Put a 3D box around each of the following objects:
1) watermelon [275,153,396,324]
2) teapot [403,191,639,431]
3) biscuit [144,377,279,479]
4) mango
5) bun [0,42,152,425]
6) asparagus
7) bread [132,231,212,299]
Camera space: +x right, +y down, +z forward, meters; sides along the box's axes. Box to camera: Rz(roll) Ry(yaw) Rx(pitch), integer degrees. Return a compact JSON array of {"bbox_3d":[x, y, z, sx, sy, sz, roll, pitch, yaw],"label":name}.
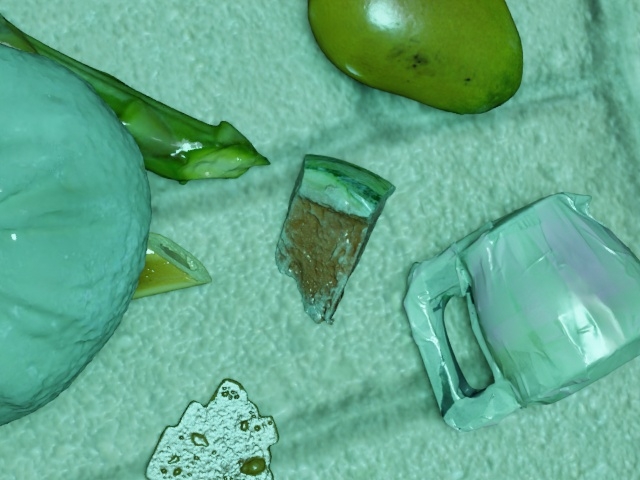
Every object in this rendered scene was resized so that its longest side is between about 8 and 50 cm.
[{"bbox_3d":[0.010,-0.019,1.084,0.098,0.121,0.158,21,127,9],"label":"watermelon"},{"bbox_3d":[0.197,0.058,1.066,0.163,0.221,0.178,-19,75,-47],"label":"teapot"},{"bbox_3d":[-0.102,0.195,1.060,0.130,0.019,0.119,-16,88,-9],"label":"biscuit"},{"bbox_3d":[0.095,-0.208,1.072,0.221,0.120,0.151,17,86,-13],"label":"mango"},{"bbox_3d":[-0.320,-0.005,0.931,0.362,0.211,0.362,0,94,2],"label":"bun"},{"bbox_3d":[-0.211,-0.125,1.047,0.343,0.082,0.085,28,46,-5],"label":"asparagus"},{"bbox_3d":[-0.156,0.019,1.051,0.103,0.049,0.062,-12,114,-9],"label":"bread"}]
